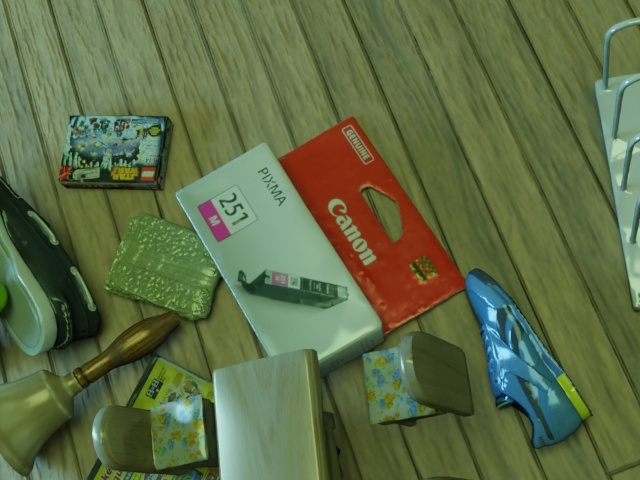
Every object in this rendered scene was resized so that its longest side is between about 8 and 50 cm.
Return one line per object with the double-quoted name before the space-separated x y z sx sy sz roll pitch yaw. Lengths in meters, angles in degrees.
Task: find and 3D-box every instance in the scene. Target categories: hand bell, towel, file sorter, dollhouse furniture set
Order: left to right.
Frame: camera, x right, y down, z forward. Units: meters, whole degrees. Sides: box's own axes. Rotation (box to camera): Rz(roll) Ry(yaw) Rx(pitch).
"hand bell" -0.269 0.156 1.269 0.242 0.126 0.126 -31 67 -8
"towel" -0.185 0.031 1.326 0.148 0.027 0.110 16 76 19
"dollhouse furniture set" -0.052 0.297 0.995 0.362 0.256 0.394 -16 70 25
"file sorter" 0.409 -0.092 1.145 0.192 0.173 0.278 -8 69 10

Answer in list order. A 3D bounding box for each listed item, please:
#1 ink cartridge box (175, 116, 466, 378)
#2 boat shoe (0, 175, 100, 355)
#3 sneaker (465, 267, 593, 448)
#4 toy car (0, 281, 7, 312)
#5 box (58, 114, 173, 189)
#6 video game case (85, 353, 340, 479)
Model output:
"ink cartridge box" 0.000 0.000 1.260 0.238 0.060 0.275 -31 67 -4
"boat shoe" -0.374 0.012 1.347 0.114 0.091 0.303 -50 62 38
"sneaker" 0.203 0.126 1.177 0.082 0.069 0.209 -34 67 5
"toy car" -0.490 0.079 1.268 0.155 0.188 0.149 -48 62 36
"box" -0.262 -0.113 1.393 0.136 0.027 0.094 1 73 14
"video game case" -0.146 0.301 1.220 0.248 0.035 0.275 24 79 19
